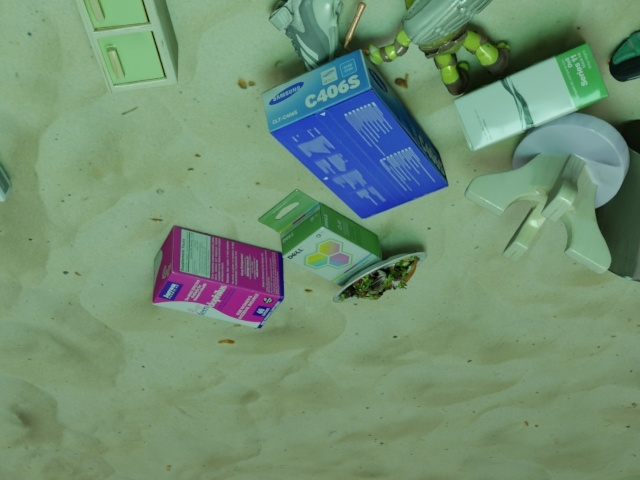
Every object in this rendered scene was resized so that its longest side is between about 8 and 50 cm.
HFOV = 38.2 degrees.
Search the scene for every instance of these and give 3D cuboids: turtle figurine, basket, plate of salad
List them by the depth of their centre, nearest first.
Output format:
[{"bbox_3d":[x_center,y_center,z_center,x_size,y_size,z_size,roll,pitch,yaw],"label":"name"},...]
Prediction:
[{"bbox_3d":[0.188,-0.304,1.317,0.270,0.087,0.217,-37,138,19],"label":"turtle figurine"},{"bbox_3d":[0.547,-0.079,1.580,0.154,0.204,0.226,-7,131,-12],"label":"basket"},{"bbox_3d":[0.117,0.079,1.751,0.200,0.048,0.200,-24,166,-6],"label":"plate of salad"}]

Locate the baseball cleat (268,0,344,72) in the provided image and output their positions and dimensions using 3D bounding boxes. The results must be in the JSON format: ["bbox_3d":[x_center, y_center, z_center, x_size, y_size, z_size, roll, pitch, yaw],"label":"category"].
[{"bbox_3d":[-0.019,-0.293,1.337,0.110,0.072,0.205,15,143,7],"label":"baseball cleat"}]

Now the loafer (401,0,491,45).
[{"bbox_3d":[0.213,-0.388,1.178,0.319,0.111,0.112,-46,169,17],"label":"loafer"}]

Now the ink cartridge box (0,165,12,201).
[{"bbox_3d":[-0.608,-0.126,1.489,0.179,0.045,0.145,6,143,14],"label":"ink cartridge box"}]

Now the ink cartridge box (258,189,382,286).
[{"bbox_3d":[0.000,0.000,1.685,0.209,0.062,0.109,29,129,-35],"label":"ink cartridge box"}]

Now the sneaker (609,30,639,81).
[{"bbox_3d":[0.550,-0.293,1.388,0.224,0.083,0.098,-31,139,27],"label":"sneaker"}]

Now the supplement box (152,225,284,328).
[{"bbox_3d":[-0.189,0.070,1.709,0.220,0.113,0.111,15,137,-22],"label":"supplement box"}]

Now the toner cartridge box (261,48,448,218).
[{"bbox_3d":[0.064,-0.152,1.439,0.165,0.075,0.348,-22,152,17],"label":"toner cartridge box"}]

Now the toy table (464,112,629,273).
[{"bbox_3d":[0.377,-0.071,1.495,0.252,0.160,0.274,26,157,15],"label":"toy table"}]

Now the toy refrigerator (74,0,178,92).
[{"bbox_3d":[-0.268,-0.327,1.230,0.102,0.094,0.269,-7,141,1],"label":"toy refrigerator"}]

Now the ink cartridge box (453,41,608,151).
[{"bbox_3d":[0.314,-0.216,1.385,0.209,0.153,0.086,-22,95,18],"label":"ink cartridge box"}]
